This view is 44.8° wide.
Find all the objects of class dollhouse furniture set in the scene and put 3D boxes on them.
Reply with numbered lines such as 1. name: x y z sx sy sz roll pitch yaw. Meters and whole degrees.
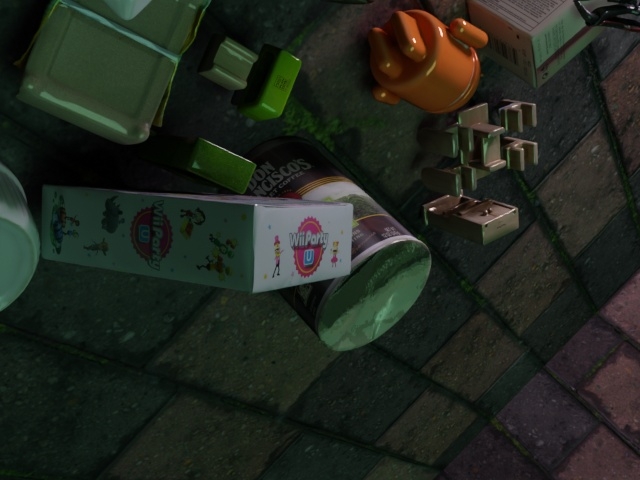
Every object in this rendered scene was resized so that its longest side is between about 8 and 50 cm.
1. dollhouse furniture set: 0.276 -0.136 1.465 0.212 0.161 0.242 -23 118 -29
2. dollhouse furniture set: -0.205 -0.203 0.924 0.302 0.151 0.197 24 87 -36

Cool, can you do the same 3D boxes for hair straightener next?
1. hair straightener: 0.468 -0.372 1.203 0.231 0.047 0.089 -7 131 -38

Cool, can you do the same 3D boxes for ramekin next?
1. ramekin: -0.421 0.005 0.878 0.207 0.109 0.207 -28 143 -24

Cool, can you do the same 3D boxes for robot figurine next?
1. robot figurine: 0.159 -0.266 1.179 0.219 0.128 0.158 14 104 -51

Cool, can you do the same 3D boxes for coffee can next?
1. coffee can: 0.000 0.000 1.158 0.202 0.275 0.201 -28 142 -24

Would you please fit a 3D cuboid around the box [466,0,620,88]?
1. box: 0.375 -0.387 1.254 0.232 0.148 0.127 -41 146 -5

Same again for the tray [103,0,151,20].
1. tray: -0.139 -0.352 0.732 0.270 0.030 0.145 -46 109 -5

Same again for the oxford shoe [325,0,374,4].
1. oxford shoe: -0.084 -0.357 0.852 0.348 0.123 0.130 3 102 -35

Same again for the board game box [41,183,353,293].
1. board game box: -0.145 -0.011 0.938 0.224 0.304 0.097 -5 99 -61
